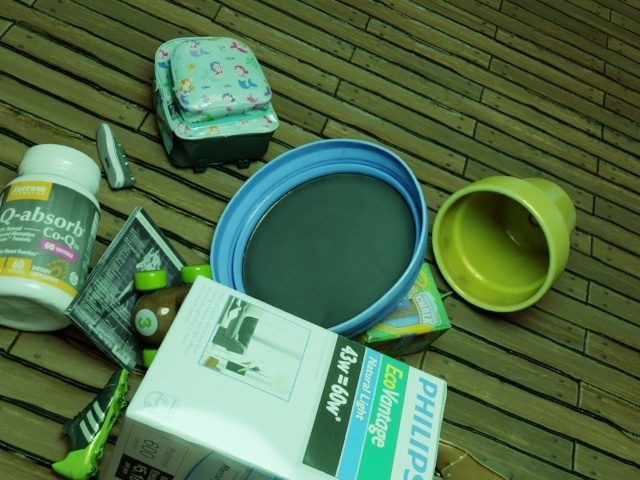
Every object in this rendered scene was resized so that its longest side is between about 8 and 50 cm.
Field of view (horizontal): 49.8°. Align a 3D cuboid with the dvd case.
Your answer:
[{"bbox_3d":[-0.307,0.080,1.129,0.018,0.165,0.221,1,49,31],"label":"dvd case"}]

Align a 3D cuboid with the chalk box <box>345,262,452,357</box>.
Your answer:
[{"bbox_3d":[0.141,0.132,1.250,0.212,0.132,0.132,-6,63,-21],"label":"chalk box"}]

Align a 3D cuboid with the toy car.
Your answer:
[{"bbox_3d":[-0.203,0.122,1.072,0.148,0.188,0.155,-7,93,-27],"label":"toy car"}]

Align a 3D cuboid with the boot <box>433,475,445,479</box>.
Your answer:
[{"bbox_3d":[0.240,0.452,1.039,0.115,0.112,0.305,-22,30,-36],"label":"boot"}]

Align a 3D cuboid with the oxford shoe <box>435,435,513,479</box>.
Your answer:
[{"bbox_3d":[0.223,0.385,1.168,0.212,0.076,0.076,28,67,-1],"label":"oxford shoe"}]

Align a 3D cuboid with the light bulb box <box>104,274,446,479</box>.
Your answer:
[{"bbox_3d":[-0.077,0.291,0.929,0.360,0.358,0.225,24,44,-4],"label":"light bulb box"}]

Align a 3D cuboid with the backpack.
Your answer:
[{"bbox_3d":[-0.216,-0.290,1.354,0.225,0.191,0.254,-10,59,-23],"label":"backpack"}]

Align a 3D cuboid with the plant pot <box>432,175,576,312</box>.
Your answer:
[{"bbox_3d":[0.389,-0.017,1.370,0.239,0.254,0.254,-26,71,-45],"label":"plant pot"}]

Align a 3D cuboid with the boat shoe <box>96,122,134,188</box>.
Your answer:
[{"bbox_3d":[-0.386,-0.157,1.297,0.040,0.049,0.142,-2,61,-41],"label":"boat shoe"}]

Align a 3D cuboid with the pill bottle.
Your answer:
[{"bbox_3d":[-0.448,-0.007,1.114,0.162,0.162,0.279,10,58,-13],"label":"pill bottle"}]

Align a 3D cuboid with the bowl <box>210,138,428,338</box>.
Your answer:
[{"bbox_3d":[0.000,0.000,1.196,0.390,0.077,0.391,-11,56,17],"label":"bowl"}]

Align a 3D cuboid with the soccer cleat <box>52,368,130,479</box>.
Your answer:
[{"bbox_3d":[-0.346,0.273,1.048,0.072,0.060,0.179,13,57,4],"label":"soccer cleat"}]
